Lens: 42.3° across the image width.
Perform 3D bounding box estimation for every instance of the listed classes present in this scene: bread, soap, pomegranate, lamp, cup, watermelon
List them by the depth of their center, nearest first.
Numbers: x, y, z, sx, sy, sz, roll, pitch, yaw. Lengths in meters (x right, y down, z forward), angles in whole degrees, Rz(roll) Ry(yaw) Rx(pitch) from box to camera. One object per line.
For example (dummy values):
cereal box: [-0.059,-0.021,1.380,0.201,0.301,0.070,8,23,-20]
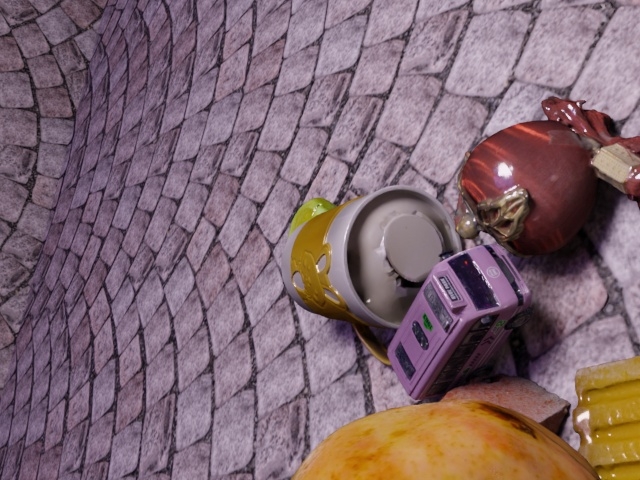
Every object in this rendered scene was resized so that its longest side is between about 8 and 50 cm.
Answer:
pomegranate: [0.115,0.302,0.685,0.342,0.342,0.343,-32,47,43]
soap: [0.340,0.165,0.729,0.232,0.073,0.140,-26,53,46]
lamp: [0.253,-0.068,0.920,0.223,0.151,0.215,-55,39,16]
watermelon: [0.161,0.250,0.924,0.257,0.139,0.193,-53,43,9]
cup: [0.065,0.056,1.126,0.226,0.185,0.241,-8,97,59]
bread: [0.000,0.000,1.320,0.139,0.071,0.130,19,85,59]

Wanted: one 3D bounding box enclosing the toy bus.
toy bus: [0.155,0.097,0.955,0.096,0.108,0.199,63,150,32]
